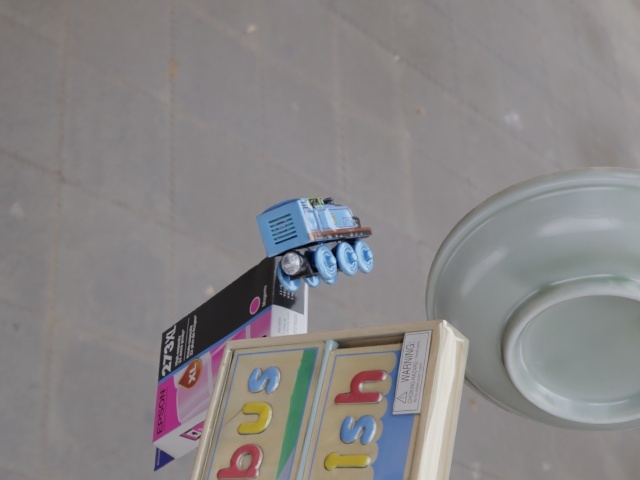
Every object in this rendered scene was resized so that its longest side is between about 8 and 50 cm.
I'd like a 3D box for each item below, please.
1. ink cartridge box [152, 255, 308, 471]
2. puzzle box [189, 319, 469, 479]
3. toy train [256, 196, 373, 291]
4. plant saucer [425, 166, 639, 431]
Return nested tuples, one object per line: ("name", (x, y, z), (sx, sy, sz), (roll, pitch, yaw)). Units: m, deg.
("ink cartridge box", (-0.145, 0.170, 1.751), (0.069, 0.371, 0.176), (21, 52, -28))
("puzzle box", (-0.020, 0.272, 1.179), (0.052, 0.272, 0.409), (39, 52, -42))
("toy train", (0.000, 0.000, 1.565), (0.184, 0.080, 0.105), (-8, 80, -61))
("plant saucer", (0.316, 0.102, 1.473), (0.400, 0.400, 0.100), (47, 32, -27))
